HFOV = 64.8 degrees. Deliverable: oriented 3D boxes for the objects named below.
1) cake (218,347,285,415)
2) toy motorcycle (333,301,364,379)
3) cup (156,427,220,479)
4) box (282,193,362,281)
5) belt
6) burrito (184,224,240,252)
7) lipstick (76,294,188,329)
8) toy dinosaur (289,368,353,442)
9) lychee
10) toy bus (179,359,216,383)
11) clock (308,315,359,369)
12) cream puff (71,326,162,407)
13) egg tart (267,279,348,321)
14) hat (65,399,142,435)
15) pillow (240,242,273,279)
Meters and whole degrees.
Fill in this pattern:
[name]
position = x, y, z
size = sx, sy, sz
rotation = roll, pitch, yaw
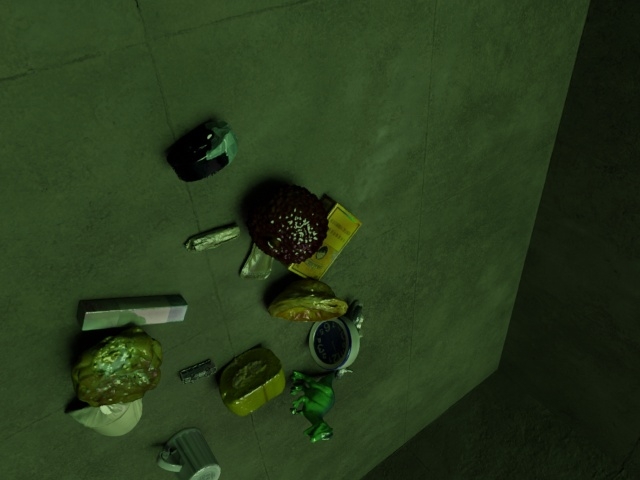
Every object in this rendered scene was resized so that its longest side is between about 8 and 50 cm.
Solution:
[cake]
position = -0.273, 0.549, 1.977
size = 0.260, 0.179, 0.156
rotation = -27, 133, -21
[toy motorcycle]
position = 0.124, 0.443, 2.269
size = 0.223, 0.107, 0.341
rotation = -57, 164, -85
[cup]
position = -0.522, 0.874, 1.970
size = 0.221, 0.202, 0.167
rotation = -14, 125, -36
[box]
position = 0.000, 0.000, 1.890
size = 0.301, 0.084, 0.193
rotation = -53, 139, 3
[belt]
position = -0.315, -0.245, 1.374
size = 0.198, 0.151, 0.078
rotation = -41, 138, -15
[burrito]
position = -0.343, -0.003, 1.610
size = 0.188, 0.045, 0.058
rotation = -20, 106, -28
[lipstick]
position = -0.569, 0.218, 1.549
size = 0.317, 0.066, 0.068
rotation = 1, 119, -43
[toy dinosaur]
position = 0.061, 0.701, 2.258
size = 0.500, 0.374, 0.144
rotation = -5, 113, -37
[lychee]
position = -0.106, -0.049, 1.624
size = 0.300, 0.264, 0.264
rotation = -52, 152, -51
[toy bus]
position = -0.453, 0.486, 1.863
size = 0.130, 0.052, 0.037
rotation = -17, 133, -31
[clock]
position = 0.056, 0.432, 2.149
size = 0.083, 0.230, 0.230
rotation = 10, 111, -50
[cream puff]
position = -0.613, 0.365, 1.524
size = 0.281, 0.185, 0.282
rotation = -15, 135, -15
[egg tart]
position = -0.047, 0.230, 1.928
size = 0.319, 0.319, 0.128
rotation = 27, 57, -49
[hat]
position = -0.686, 0.579, 1.659
size = 0.219, 0.164, 0.226
rotation = -31, 114, -20
[pillow]
position = -0.202, 0.047, 1.780
size = 0.130, 0.033, 0.217
rotation = 6, 114, -43
